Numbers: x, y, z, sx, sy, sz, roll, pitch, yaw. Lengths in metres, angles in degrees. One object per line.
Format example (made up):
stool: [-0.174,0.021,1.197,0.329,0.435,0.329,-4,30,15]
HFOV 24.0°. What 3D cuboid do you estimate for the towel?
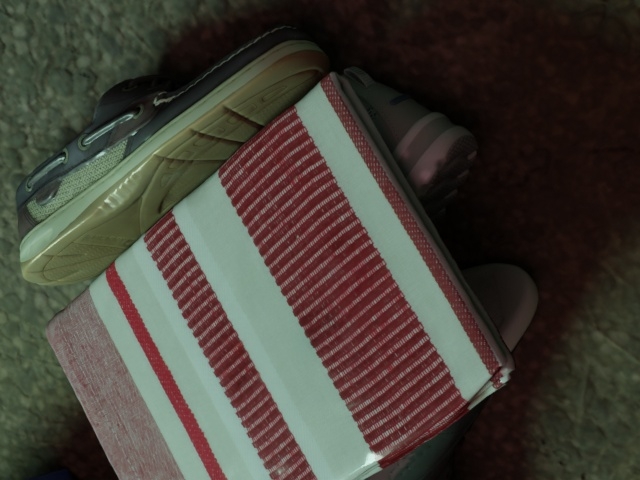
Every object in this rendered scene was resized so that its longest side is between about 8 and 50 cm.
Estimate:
towel: [-0.041,0.072,1.041,0.329,0.037,0.237,-39,73,31]

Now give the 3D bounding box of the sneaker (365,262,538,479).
sneaker: [0.078,0.151,1.125,0.296,0.104,0.147,-49,130,8]

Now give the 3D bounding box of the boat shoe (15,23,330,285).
boat shoe: [-0.119,-0.073,1.071,0.285,0.103,0.092,-37,67,27]

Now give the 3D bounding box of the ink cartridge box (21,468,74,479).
ink cartridge box: [-0.257,0.379,1.241,0.395,0.151,0.270,-49,67,31]

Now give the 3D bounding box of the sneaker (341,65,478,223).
sneaker: [0.000,0.000,1.085,0.115,0.105,0.281,44,118,18]
